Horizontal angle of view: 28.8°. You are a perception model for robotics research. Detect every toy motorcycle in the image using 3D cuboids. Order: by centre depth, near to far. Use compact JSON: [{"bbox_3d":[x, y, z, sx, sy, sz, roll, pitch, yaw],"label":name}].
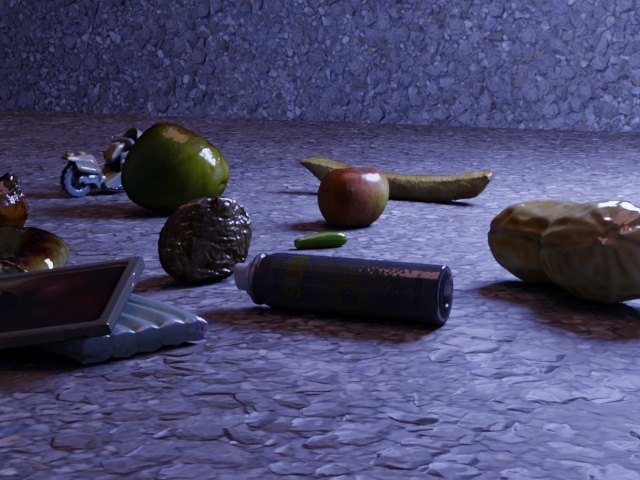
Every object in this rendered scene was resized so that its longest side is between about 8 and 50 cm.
[{"bbox_3d":[-0.430,-0.162,2.545,0.229,0.130,0.094,-10,18,-39],"label":"toy motorcycle"}]

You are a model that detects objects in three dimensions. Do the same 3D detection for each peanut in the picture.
[{"bbox_3d":[0.338,0.007,1.646,0.147,0.147,0.305,-5,8,-21],"label":"peanut"}]

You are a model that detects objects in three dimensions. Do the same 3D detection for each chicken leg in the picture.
[{"bbox_3d":[-0.616,-0.040,1.996,0.304,0.113,0.093,-11,-6,-35],"label":"chicken leg"}]

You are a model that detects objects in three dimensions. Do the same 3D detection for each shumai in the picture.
[{"bbox_3d":[-0.175,0.001,1.753,0.105,0.123,0.139,-6,19,36],"label":"shumai"}]

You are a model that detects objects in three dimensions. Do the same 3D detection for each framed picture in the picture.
[{"bbox_3d":[-0.361,0.080,1.427,0.289,0.020,0.211,-7,19,5],"label":"framed picture"}]

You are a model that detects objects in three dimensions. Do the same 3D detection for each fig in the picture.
[{"bbox_3d":[-0.274,-0.130,2.303,0.191,0.181,0.181,-27,16,-8],"label":"fig"}]

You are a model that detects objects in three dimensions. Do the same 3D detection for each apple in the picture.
[{"bbox_3d":[0.057,-0.076,2.162,0.126,0.102,0.126,-2,5,0],"label":"apple"}]

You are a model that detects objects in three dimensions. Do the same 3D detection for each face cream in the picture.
[{"bbox_3d":[0.023,0.057,1.553,0.283,0.073,0.073,4,12,23],"label":"face cream"}]

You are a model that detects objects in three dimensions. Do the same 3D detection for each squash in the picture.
[{"bbox_3d":[0.001,0.000,1.978,0.089,0.027,0.027,-6,12,-20],"label":"squash"}]

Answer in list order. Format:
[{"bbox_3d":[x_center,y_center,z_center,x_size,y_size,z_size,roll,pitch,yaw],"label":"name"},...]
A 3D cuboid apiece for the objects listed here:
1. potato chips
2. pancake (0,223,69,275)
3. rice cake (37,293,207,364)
[{"bbox_3d":[0.150,-0.118,2.448,0.407,0.080,0.057,7,30,26],"label":"potato chips"},{"bbox_3d":[-0.512,0.023,1.773,0.305,0.067,0.427,-4,13,-7],"label":"pancake"},{"bbox_3d":[-0.261,0.097,1.454,0.189,0.037,0.198,-9,14,-37],"label":"rice cake"}]
